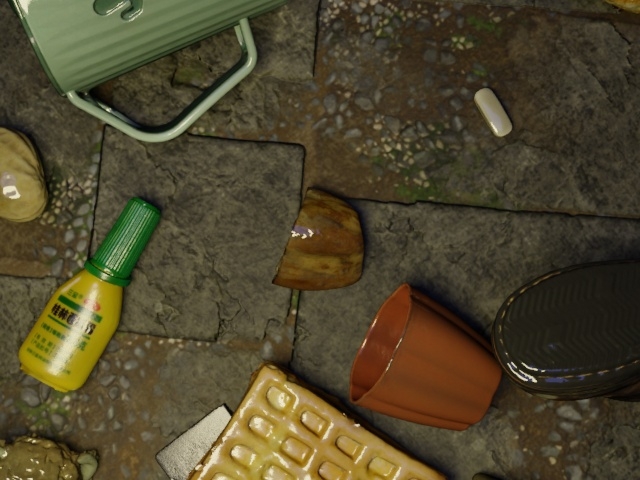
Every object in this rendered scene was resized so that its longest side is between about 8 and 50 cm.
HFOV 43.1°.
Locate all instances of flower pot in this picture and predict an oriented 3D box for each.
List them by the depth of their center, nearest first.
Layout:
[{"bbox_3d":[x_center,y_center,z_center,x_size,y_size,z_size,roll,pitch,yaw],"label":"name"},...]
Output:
[{"bbox_3d":[0.155,0.183,1.165,0.173,0.190,0.190,28,83,-8],"label":"flower pot"}]

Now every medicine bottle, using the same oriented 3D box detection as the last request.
[{"bbox_3d":[-0.338,0.076,1.225,0.111,0.076,0.309,29,82,3],"label":"medicine bottle"}]

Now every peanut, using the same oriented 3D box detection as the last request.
[{"bbox_3d":[-0.521,-0.138,1.237,0.274,0.111,0.125,37,80,5],"label":"peanut"}]

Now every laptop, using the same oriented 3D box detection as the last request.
[{"bbox_3d":[-0.141,0.362,1.216,0.135,0.016,0.197,-36,82,-4],"label":"laptop"}]

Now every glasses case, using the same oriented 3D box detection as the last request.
[{"bbox_3d":[0.274,-0.203,1.285,0.032,0.021,0.083,-29,83,-4],"label":"glasses case"}]

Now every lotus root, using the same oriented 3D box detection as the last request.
[{"bbox_3d":[0.003,0.001,1.226,0.135,0.095,0.159,8,88,-2],"label":"lotus root"}]

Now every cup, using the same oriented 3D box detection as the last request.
[{"bbox_3d":[-0.263,-0.381,1.210,0.392,0.401,0.310,-20,49,-7],"label":"cup"}]

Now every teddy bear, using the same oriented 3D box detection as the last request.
[{"bbox_3d":[-0.413,0.403,1.143,0.267,0.156,0.256,15,81,-38],"label":"teddy bear"}]

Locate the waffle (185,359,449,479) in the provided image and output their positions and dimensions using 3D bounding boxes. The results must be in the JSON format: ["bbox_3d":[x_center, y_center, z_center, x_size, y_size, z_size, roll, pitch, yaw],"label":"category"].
[{"bbox_3d":[-0.001,0.341,1.155,0.328,0.098,0.224,33,78,-1],"label":"waffle"}]

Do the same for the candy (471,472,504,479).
[{"bbox_3d":[0.320,0.417,1.161,0.234,0.102,0.104,17,82,0],"label":"candy"}]

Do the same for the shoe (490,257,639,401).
[{"bbox_3d":[0.399,0.139,1.131,0.384,0.237,0.171,-11,64,-13],"label":"shoe"}]

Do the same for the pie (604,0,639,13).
[{"bbox_3d":[0.501,-0.503,1.292,0.315,0.092,0.315,0,84,0],"label":"pie"}]
